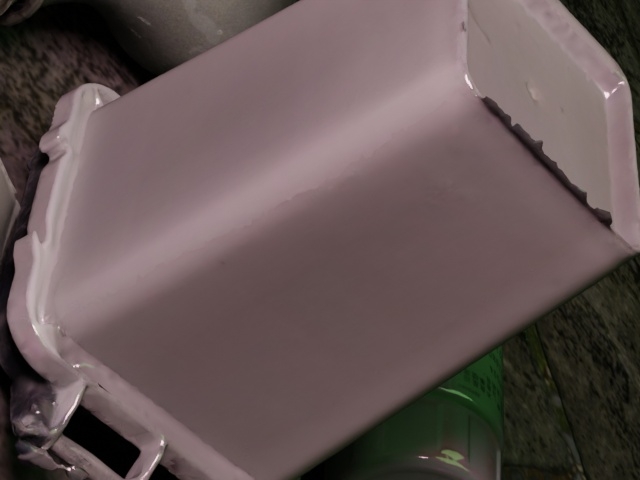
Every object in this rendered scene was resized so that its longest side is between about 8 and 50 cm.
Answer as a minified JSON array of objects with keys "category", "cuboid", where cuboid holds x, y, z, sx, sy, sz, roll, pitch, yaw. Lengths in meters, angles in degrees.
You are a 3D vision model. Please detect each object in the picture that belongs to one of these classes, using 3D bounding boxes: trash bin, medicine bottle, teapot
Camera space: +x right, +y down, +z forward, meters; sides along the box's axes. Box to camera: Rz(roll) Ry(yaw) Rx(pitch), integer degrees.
[{"category":"trash bin","cuboid":[0.000,0.000,1.165,0.256,0.367,0.296,43,33,-29]},{"category":"medicine bottle","cuboid":[0.068,0.135,1.392,0.135,0.135,0.168,42,32,-28]},{"category":"teapot","cuboid":[-0.142,-0.201,1.355,0.251,0.183,0.183,-4,66,-45]}]

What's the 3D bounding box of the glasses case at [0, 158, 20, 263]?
[{"category":"glasses case","cuboid":[-0.242,0.038,1.049,0.128,0.083,0.308,47,30,-33]}]
